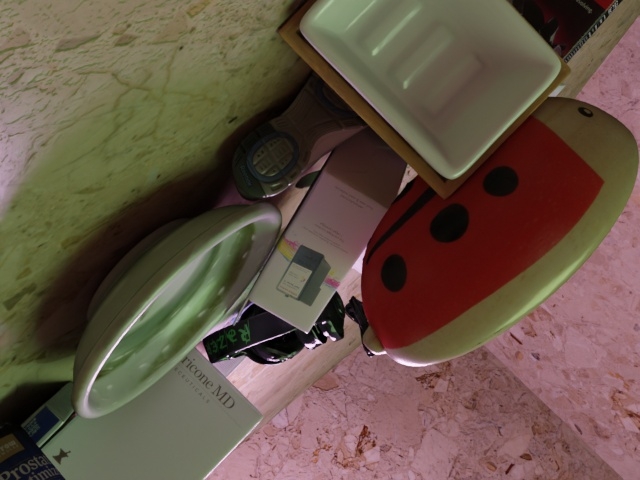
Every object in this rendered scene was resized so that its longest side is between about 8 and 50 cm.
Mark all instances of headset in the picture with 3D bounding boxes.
[{"bbox_3d":[-0.036,0.177,1.548,0.243,0.185,0.394,-27,171,39],"label":"headset"}]

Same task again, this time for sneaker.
[{"bbox_3d":[-0.017,-0.163,1.178,0.297,0.111,0.129,-38,-179,-18],"label":"sneaker"}]

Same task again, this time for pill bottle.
[{"bbox_3d":[-0.419,0.322,1.085,0.123,0.219,0.123,-43,166,-13],"label":"pill bottle"}]

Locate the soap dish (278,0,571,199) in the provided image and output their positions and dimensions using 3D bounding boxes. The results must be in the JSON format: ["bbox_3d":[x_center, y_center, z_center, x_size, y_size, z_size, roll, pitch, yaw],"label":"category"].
[{"bbox_3d":[0.128,-0.231,1.018,0.229,0.291,0.118,-46,-174,-2],"label":"soap dish"}]

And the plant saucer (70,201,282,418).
[{"bbox_3d":[-0.223,0.076,1.176,0.400,0.100,0.400,-46,170,-10],"label":"plant saucer"}]

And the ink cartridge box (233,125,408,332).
[{"bbox_3d":[0.000,0.000,1.325,0.353,0.119,0.207,-57,-176,35],"label":"ink cartridge box"}]

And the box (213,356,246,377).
[{"bbox_3d":[-0.120,0.174,1.785,0.322,0.058,0.232,-45,179,1],"label":"box"}]

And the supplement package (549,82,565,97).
[{"bbox_3d":[0.280,-0.250,1.532,0.263,0.198,0.199,-52,164,24],"label":"supplement package"}]

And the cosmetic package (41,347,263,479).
[{"bbox_3d":[-0.338,0.385,1.391,0.453,0.230,0.161,-45,179,-15],"label":"cosmetic package"}]

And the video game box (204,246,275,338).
[{"bbox_3d":[-0.153,0.100,1.590,0.205,0.048,0.187,-49,164,16],"label":"video game box"}]

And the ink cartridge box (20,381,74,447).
[{"bbox_3d":[-0.463,0.318,1.267,0.223,0.045,0.224,-45,-177,-3],"label":"ink cartridge box"}]

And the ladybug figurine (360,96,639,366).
[{"bbox_3d":[0.211,-0.026,1.082,0.449,0.162,0.305,-46,-157,-2],"label":"ladybug figurine"}]

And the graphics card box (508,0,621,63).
[{"bbox_3d":[0.239,-0.292,1.225,0.371,0.233,0.094,-50,171,20],"label":"graphics card box"}]

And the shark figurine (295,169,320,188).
[{"bbox_3d":[0.078,-0.190,1.399,0.278,0.166,0.116,-26,143,25],"label":"shark figurine"}]

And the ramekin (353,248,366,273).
[{"bbox_3d":[0.203,0.008,2.197,0.273,0.127,0.273,-42,165,-14],"label":"ramekin"}]
